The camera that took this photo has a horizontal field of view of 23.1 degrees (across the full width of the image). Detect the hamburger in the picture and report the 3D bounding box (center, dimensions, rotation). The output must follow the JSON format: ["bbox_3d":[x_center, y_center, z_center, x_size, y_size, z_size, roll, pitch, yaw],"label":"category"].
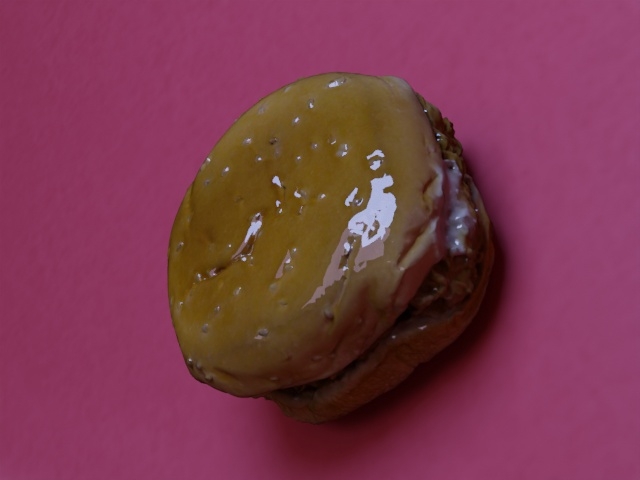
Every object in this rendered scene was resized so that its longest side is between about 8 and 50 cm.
[{"bbox_3d":[0.000,0.000,0.662,0.147,0.083,0.138,-34,43,27],"label":"hamburger"}]
